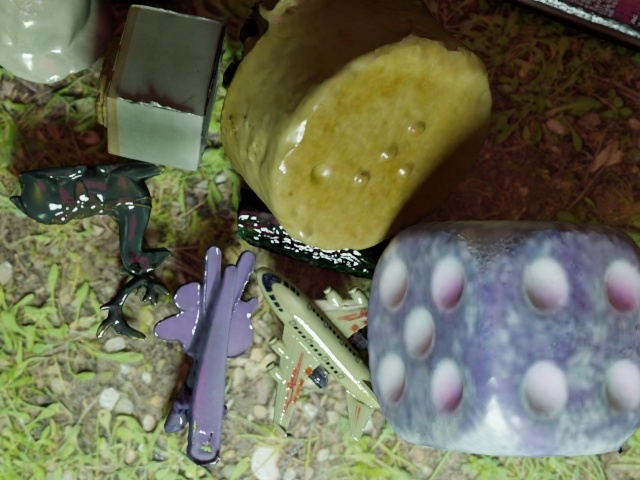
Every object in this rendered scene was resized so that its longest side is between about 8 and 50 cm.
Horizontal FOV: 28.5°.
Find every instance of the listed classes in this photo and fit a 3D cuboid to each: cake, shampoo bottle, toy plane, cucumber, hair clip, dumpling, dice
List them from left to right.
[{"bbox_3d":[-0.385,-0.303,1.604,0.250,0.132,0.162,30,76,-18],"label":"dumpling"},{"bbox_3d":[-0.152,0.145,1.621,0.137,0.090,0.278,10,85,-20],"label":"hair clip"},{"bbox_3d":[0.000,0.000,1.651,0.241,0.074,0.074,19,86,-5],"label":"cucumber"},{"bbox_3d":[0.005,0.131,1.629,0.242,0.104,0.256,-42,92,-3],"label":"toy plane"},{"bbox_3d":[0.008,-0.197,1.582,0.332,0.332,0.321,-32,51,-5],"label":"cake"},{"bbox_3d":[0.232,0.114,1.531,0.270,0.270,0.271,2,88,-29],"label":"dice"},{"bbox_3d":[0.324,-0.354,1.688,0.323,0.084,0.129,19,84,-3],"label":"shampoo bottle"}]

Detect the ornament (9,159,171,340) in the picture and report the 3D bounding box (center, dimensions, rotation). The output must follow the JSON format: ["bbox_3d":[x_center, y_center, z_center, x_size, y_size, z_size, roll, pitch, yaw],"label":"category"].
[{"bbox_3d":[-0.289,0.018,1.621,0.202,0.080,0.236,-6,88,-9],"label":"ornament"}]

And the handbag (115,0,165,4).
[{"bbox_3d":[-0.258,-0.443,1.596,0.308,0.093,0.254,47,57,-2],"label":"handbag"}]

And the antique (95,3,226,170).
[{"bbox_3d":[-0.202,-0.192,1.583,0.148,0.152,0.146,12,63,-3],"label":"antique"}]
